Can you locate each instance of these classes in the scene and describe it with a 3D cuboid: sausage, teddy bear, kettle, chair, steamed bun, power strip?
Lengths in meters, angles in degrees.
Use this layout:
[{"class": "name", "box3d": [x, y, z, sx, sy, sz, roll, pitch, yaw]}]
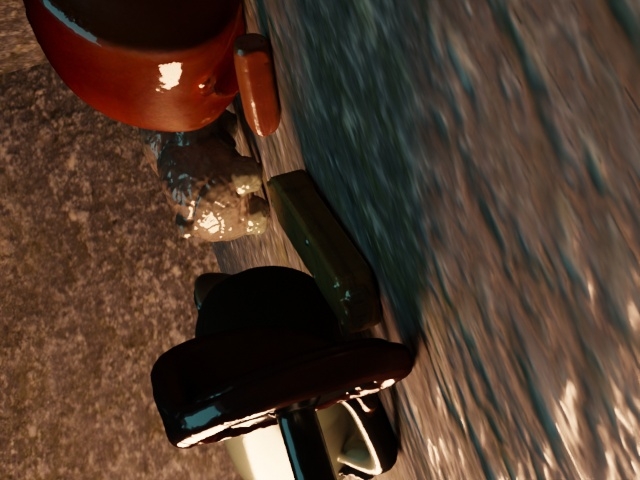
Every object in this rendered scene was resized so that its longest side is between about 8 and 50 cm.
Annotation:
[{"class": "sausage", "box3d": [-0.069, -0.168, 1.264, 0.131, 0.041, 0.039, 83, 163, -48]}, {"class": "teddy bear", "box3d": [-0.178, -0.115, 1.714, 0.236, 0.151, 0.267, 85, 165, -46]}, {"class": "kettle", "box3d": [-0.018, 0.158, 1.208, 0.240, 0.165, 0.255, 30, 152, 25]}, {"class": "chair", "box3d": [0.006, 0.240, 0.942, 0.226, 0.226, 0.401, 107, 146, -75]}, {"class": "steamed bun", "box3d": [-0.244, -0.320, 1.413, 0.235, 0.248, 0.379, 93, 160, -65]}, {"class": "power strip", "box3d": [0.000, 0.000, 1.146, 0.305, 0.044, 0.064, -124, 18, -60]}]
